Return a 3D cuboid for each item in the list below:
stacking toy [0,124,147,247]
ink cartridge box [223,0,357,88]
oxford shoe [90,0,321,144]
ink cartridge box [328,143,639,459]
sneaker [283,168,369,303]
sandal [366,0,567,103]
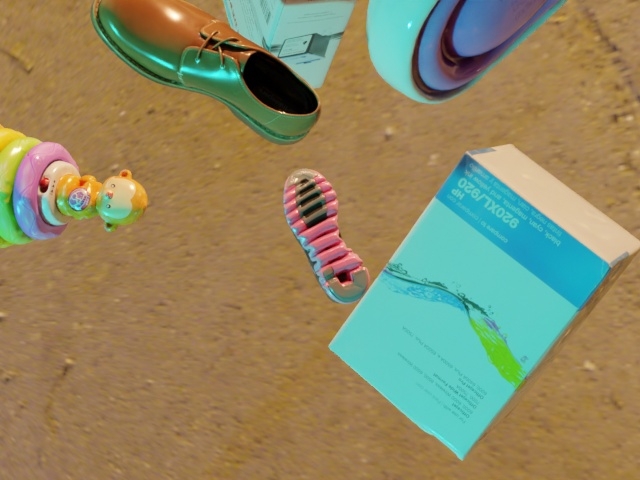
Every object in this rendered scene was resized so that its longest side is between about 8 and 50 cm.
[{"bbox_3d":[-0.320,-0.053,1.518,0.301,0.166,0.175,8,74,24],"label":"stacking toy"},{"bbox_3d":[-0.032,-0.245,1.346,0.082,0.191,0.140,-10,70,-15],"label":"ink cartridge box"},{"bbox_3d":[-0.089,-0.156,1.170,0.212,0.076,0.076,27,75,-10],"label":"oxford shoe"},{"bbox_3d":[0.156,0.052,1.330,0.168,0.171,0.233,39,108,13],"label":"ink cartridge box"},{"bbox_3d":[0.000,0.000,1.160,0.047,0.057,0.119,-20,81,-9],"label":"sneaker"},{"bbox_3d":[0.203,-0.212,0.761,0.416,0.169,0.102,-45,65,2],"label":"sandal"}]
